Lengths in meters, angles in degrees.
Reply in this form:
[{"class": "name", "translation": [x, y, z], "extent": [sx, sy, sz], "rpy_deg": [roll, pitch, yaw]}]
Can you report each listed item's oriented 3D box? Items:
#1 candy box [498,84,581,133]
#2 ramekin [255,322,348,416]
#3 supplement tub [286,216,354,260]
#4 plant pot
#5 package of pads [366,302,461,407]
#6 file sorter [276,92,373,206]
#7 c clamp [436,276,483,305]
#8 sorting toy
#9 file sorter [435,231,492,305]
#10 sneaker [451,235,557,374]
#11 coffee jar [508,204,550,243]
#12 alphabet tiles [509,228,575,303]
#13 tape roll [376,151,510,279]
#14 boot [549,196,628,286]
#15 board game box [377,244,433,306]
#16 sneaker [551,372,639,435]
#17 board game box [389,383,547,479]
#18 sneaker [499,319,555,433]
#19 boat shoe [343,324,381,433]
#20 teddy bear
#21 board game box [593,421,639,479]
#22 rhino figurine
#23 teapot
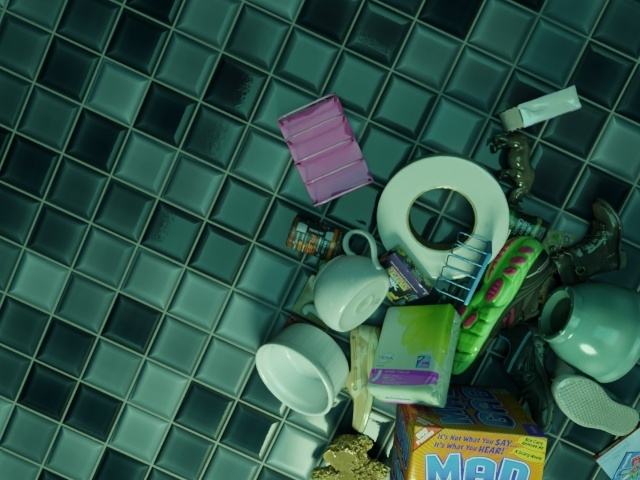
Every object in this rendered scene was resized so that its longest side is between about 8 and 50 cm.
[{"class": "candy box", "translation": [0.633, -0.378, 1.675], "extent": [0.165, 0.196, 0.070], "rpy_deg": [-19, 94, 4]}, {"class": "ramekin", "translation": [-0.048, 0.384, 1.747], "extent": [0.277, 0.135, 0.277], "rpy_deg": [22, 132, 27]}, {"class": "supplement tub", "translation": [0.000, 0.000, 1.780], "extent": [0.198, 0.106, 0.105], "rpy_deg": [17, 96, 0]}, {"class": "plant pot", "translation": [0.768, 0.243, 1.677], "extent": [0.197, 0.293, 0.292], "rpy_deg": [21, 96, -7]}, {"class": "package of pads", "translation": [0.274, 0.334, 1.698], "extent": [0.101, 0.229, 0.296], "rpy_deg": [44, 54, -36]}, {"class": "file sorter", "translation": [0.014, -0.267, 1.713], "extent": [0.202, 0.182, 0.290], "rpy_deg": [-23, 95, 4]}, {"class": "c clamp", "translation": [0.463, 0.182, 1.830], "extent": [0.161, 0.022, 0.137], "rpy_deg": [23, 91, 1]}, {"class": "sorting toy", "translation": [-0.005, 0.200, 1.830], "extent": [0.132, 0.046, 0.274], "rpy_deg": [28, 96, -1]}, {"class": "file sorter", "translation": [0.414, 0.076, 1.666], "extent": [0.105, 0.118, 0.170], "rpy_deg": [23, 112, 9]}, {"class": "sneaker", "translation": [0.544, 0.222, 1.730], "extent": [0.202, 0.185, 0.482], "rpy_deg": [29, 104, -21]}, {"class": "coffee jar", "translation": [0.601, -0.049, 1.761], "extent": [0.185, 0.079, 0.096], "rpy_deg": [22, 102, 5]}, {"class": "alphabet tiles", "translation": [0.678, 0.074, 1.816], "extent": [0.199, 0.009, 0.237], "rpy_deg": [13, 97, 0]}, {"class": "tape roll", "translation": [0.366, -0.070, 1.728], "extent": [0.393, 0.072, 0.391], "rpy_deg": [4, 109, 11]}, {"class": "boot", "translation": [0.803, 0.021, 1.762], "extent": [0.229, 0.091, 0.262], "rpy_deg": [-19, 97, 1]}, {"class": "board game box", "translation": [0.238, 0.114, 1.768], "extent": [0.170, 0.048, 0.141], "rpy_deg": [49, 137, -8]}, {"class": "sneaker", "translation": [0.796, 0.481, 1.745], "extent": [0.366, 0.150, 0.135], "rpy_deg": [33, 92, -26]}, {"class": "board game box", "translation": [0.414, 0.658, 1.709], "extent": [0.357, 0.356, 0.355], "rpy_deg": [5, 97, 1]}, {"class": "sneaker", "translation": [0.635, 0.420, 1.771], "extent": [0.140, 0.125, 0.340], "rpy_deg": [-6, 66, 11]}, {"class": "boat shoe", "translation": [0.122, 0.434, 1.823], "extent": [0.110, 0.122, 0.340], "rpy_deg": [7, 89, 8]}, {"class": "teddy bear", "translation": [0.099, 0.751, 1.847], "extent": [0.245, 0.113, 0.337], "rpy_deg": [-24, 111, 15]}, {"class": "board game box", "translation": [1.041, 0.673, 1.858], "extent": [0.281, 0.027, 0.145], "rpy_deg": [-39, 92, 5]}, {"class": "rhino figurine", "translation": [0.598, -0.211, 1.757], "extent": [0.107, 0.073, 0.243], "rpy_deg": [-11, 97, 6]}, {"class": "teapot", "translation": [0.070, 0.128, 1.702], "extent": [0.256, 0.252, 0.187], "rpy_deg": [-37, 60, -16]}]
